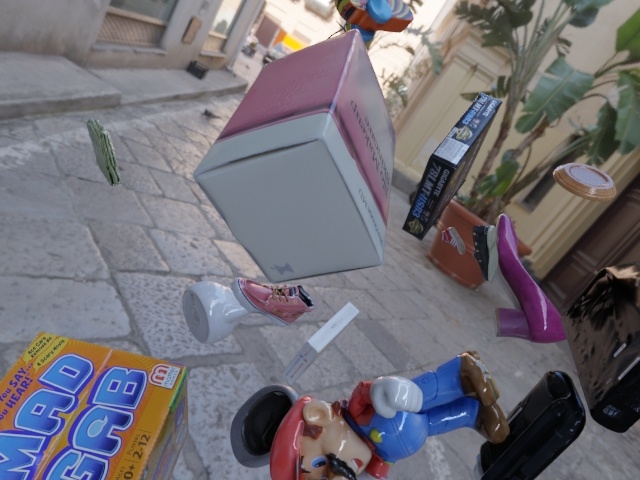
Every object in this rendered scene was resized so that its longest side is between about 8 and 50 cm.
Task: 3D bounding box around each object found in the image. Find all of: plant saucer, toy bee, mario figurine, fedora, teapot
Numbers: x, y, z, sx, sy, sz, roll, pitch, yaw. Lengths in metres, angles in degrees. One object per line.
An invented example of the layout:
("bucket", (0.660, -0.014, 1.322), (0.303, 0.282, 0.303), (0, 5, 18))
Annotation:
("plant saucer", (0.888, -0.203, 1.440), (0.200, 0.037, 0.199), (6, 42, -5))
("toy bee", (0.111, -0.612, 1.105), (0.298, 0.195, 0.162), (-26, 89, -55))
("mario figurine", (0.083, 0.273, 0.563), (0.170, 0.321, 0.198), (13, 54, -80))
("fedora", (-0.149, 0.608, 1.409), (0.124, 0.275, 0.243), (44, 4, -42))
("teapot", (-0.393, 0.258, 1.634), (0.187, 0.252, 0.256), (-17, 57, -41))

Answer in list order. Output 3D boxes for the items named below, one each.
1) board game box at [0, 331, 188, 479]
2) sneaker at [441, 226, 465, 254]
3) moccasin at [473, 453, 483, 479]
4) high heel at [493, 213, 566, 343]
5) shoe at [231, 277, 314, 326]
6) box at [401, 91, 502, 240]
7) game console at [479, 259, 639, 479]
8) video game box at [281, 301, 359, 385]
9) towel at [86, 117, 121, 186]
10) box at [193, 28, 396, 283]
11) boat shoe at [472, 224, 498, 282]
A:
("board game box", (-0.539, 0.491, 0.986), (0.357, 0.356, 0.356), (13, 41, -1))
("sneaker", (0.530, 0.008, 1.731), (0.042, 0.067, 0.118), (-29, 93, -40))
("moccasin", (0.460, 0.641, 1.117), (0.342, 0.138, 0.116), (52, 22, -45))
("high heel", (0.581, 0.098, 1.209), (0.182, 0.376, 0.127), (0, -19, 16))
("shoe", (-0.083, 0.103, 0.801), (0.178, 0.081, 0.063), (44, 21, -48))
("box", (0.343, -0.188, 1.135), (0.073, 0.295, 0.293), (33, 59, 17))
("game console", (0.310, 0.195, 0.552), (0.044, 0.361, 0.213), (30, 27, 10))
("video game box", (0.000, 0.278, 1.168), (0.048, 0.187, 0.205), (44, 41, 11))
("towel", (-0.420, -0.173, 0.837), (0.027, 0.110, 0.148), (-18, 33, -30))
("box", (-0.005, -0.093, 0.454), (0.148, 0.127, 0.232), (60, 30, -37))
("boat shoe", (0.337, 0.027, 0.883), (0.042, 0.133, 0.049), (8, 36, 39))
